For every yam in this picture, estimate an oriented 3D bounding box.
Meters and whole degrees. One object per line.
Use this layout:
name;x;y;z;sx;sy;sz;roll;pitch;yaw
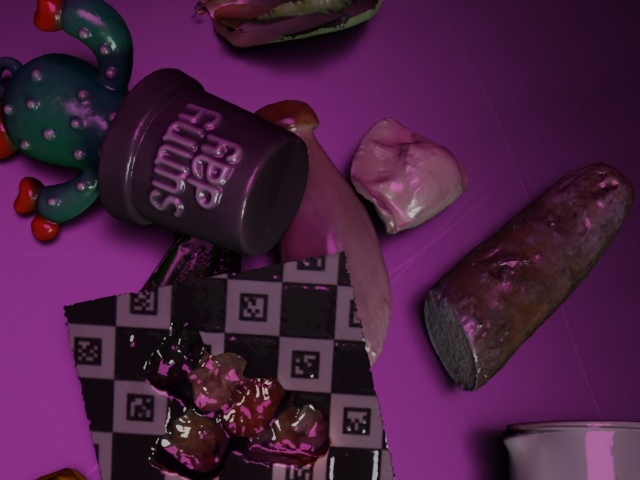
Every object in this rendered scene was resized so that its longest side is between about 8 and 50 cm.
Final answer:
yam;0.256;0.028;1.726;0.330;0.133;0.133;-42;89;-14

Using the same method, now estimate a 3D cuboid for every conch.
conch;-0.012;-0.308;1.736;0.250;0.137;0.143;-33;88;-11

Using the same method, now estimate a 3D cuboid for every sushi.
sushi;-0.102;0.186;1.662;0.339;0.069;0.320;-12;100;4

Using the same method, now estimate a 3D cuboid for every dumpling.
dumpling;0.105;-0.087;1.737;0.169;0.100;0.134;-31;85;-22

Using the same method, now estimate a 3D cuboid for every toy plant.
toy plant;-0.218;-0.126;1.641;0.400;0.279;0.185;22;43;21

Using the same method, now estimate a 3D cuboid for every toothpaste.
toothpaste;-0.184;0.070;1.691;0.078;0.047;0.248;34;89;-3

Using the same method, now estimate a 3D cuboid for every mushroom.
mushroom;0.000;0.000;1.699;0.128;0.128;0.350;-19;81;-10

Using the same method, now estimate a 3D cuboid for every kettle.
kettle;0.342;0.368;1.642;0.265;0.205;0.318;-3;78;16

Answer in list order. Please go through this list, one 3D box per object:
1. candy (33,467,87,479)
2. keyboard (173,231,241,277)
candy;-0.275;0.357;1.621;0.106;0.094;0.199;-31;92;23
keyboard;-0.139;-0.017;1.735;0.087;0.017;0.251;1;81;-8
